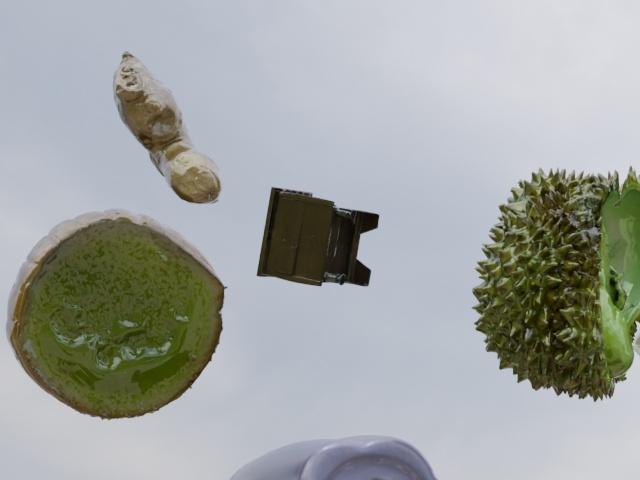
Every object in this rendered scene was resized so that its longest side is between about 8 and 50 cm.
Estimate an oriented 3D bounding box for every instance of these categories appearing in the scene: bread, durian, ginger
[{"bbox_3d":[-0.216,0.078,1.408,0.236,0.236,0.070,24,-4,-23],"label":"bread"},{"bbox_3d":[0.249,0.040,1.333,0.176,0.237,0.200,12,-16,22],"label":"durian"},{"bbox_3d":[-0.156,-0.105,1.308,0.133,0.059,0.214,65,-8,-29],"label":"ginger"}]

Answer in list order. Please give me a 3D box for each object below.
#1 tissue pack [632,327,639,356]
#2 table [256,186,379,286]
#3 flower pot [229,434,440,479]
[{"bbox_3d":[0.570,0.026,1.378,0.331,0.405,0.205,18,18,-12],"label":"tissue pack"},{"bbox_3d":[0.000,0.000,1.212,0.082,0.083,0.070,11,3,29],"label":"table"},{"bbox_3d":[0.028,0.319,1.363,0.265,0.265,0.243,19,-26,-12],"label":"flower pot"}]
